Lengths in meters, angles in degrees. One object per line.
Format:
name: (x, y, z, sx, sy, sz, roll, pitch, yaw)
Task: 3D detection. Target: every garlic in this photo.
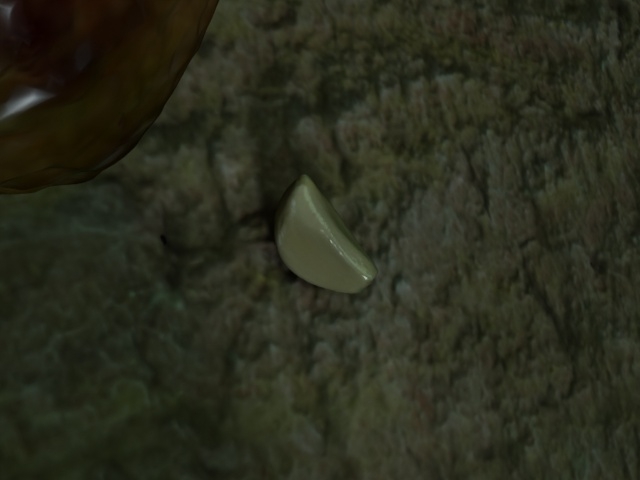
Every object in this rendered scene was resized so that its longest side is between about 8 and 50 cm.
garlic: (0.000, 0.000, 0.670, 0.083, 0.053, 0.041, 49, 46, -10)

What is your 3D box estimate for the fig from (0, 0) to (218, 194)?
fig: (-0.230, -0.103, 0.378, 0.369, 0.286, 0.286, -33, 101, -17)
